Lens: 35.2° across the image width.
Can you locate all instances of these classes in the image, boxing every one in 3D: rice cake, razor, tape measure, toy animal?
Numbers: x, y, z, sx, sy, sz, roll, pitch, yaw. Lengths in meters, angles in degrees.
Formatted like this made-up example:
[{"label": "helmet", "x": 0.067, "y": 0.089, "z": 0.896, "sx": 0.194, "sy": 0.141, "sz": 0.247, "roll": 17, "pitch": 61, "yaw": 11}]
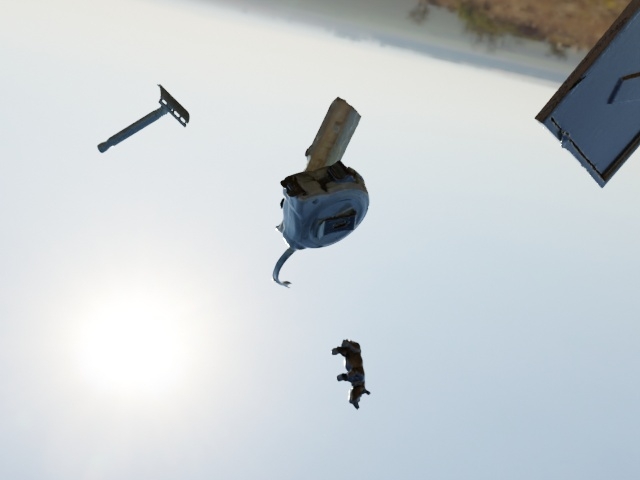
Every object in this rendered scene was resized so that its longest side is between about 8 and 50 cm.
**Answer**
[{"label": "rice cake", "x": -0.005, "y": -0.121, "z": 1.701, "sx": 0.052, "sy": 0.256, "sz": 0.057, "roll": 25, "pitch": -178, "yaw": -34}, {"label": "razor", "x": -0.433, "y": -0.269, "z": 2.397, "sx": 0.106, "sy": 0.232, "sz": 0.068, "roll": 44, "pitch": -156, "yaw": -43}, {"label": "tape measure", "x": -0.001, "y": 0.001, "z": 1.680, "sx": 0.164, "sy": 0.330, "sz": 0.084, "roll": -17, "pitch": -125, "yaw": -15}, {"label": "toy animal", "x": 0.064, "y": 0.259, "z": 1.949, "sx": 0.047, "sy": 0.136, "sz": 0.065, "roll": -22, "pitch": 161, "yaw": 31}]

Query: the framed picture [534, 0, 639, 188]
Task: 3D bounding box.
[{"label": "framed picture", "x": 0.368, "y": -0.178, "z": 1.207, "sx": 0.019, "sy": 0.209, "sz": 0.281, "roll": 44, "pitch": -171, "yaw": 30}]
